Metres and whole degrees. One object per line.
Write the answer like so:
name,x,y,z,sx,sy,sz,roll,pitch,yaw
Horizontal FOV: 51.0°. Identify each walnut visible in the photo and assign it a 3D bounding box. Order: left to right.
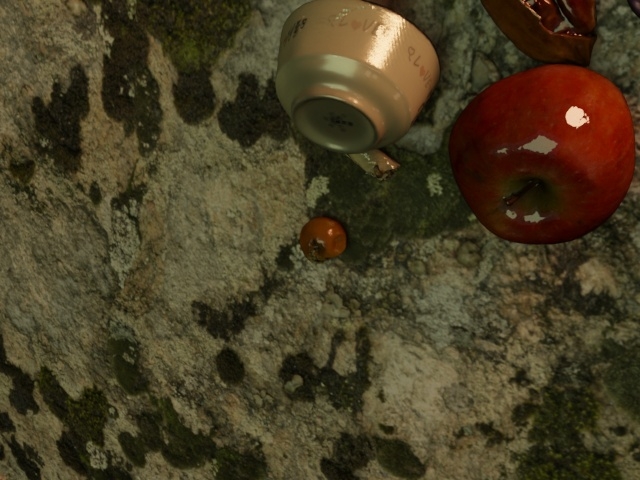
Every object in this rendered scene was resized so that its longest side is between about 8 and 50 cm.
walnut,0.274,-0.302,0.843,0.116,0.116,0.207,-36,89,35

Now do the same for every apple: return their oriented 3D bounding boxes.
apple,0.285,-0.115,0.857,0.230,0.230,0.230,11,115,26

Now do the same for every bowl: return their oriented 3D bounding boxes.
bowl,0.037,-0.207,0.935,0.238,0.126,0.237,16,156,8

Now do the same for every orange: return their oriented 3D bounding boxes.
orange,0.000,0.000,1.153,0.086,0.062,0.086,10,111,27

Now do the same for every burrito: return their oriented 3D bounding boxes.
burrito,0.044,-0.161,1.076,0.185,0.041,0.045,40,166,9

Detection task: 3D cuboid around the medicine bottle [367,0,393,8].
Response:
medicine bottle,0.051,-0.394,0.909,0.147,0.147,0.143,34,121,14

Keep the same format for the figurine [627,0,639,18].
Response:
figurine,0.425,-0.328,0.721,0.145,0.145,0.222,27,138,18
